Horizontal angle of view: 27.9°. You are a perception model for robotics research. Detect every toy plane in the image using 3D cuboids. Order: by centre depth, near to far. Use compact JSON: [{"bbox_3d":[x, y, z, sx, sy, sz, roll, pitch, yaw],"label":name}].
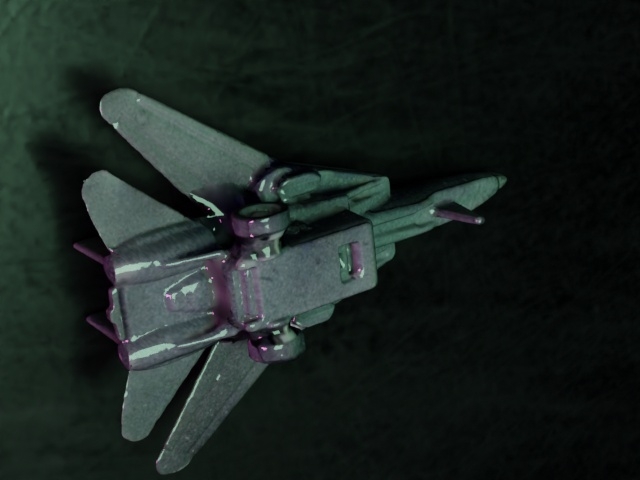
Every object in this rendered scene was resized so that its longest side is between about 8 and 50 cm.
[{"bbox_3d":[0.006,0.003,0.692,0.267,0.088,0.212,-15,112,-24],"label":"toy plane"}]
